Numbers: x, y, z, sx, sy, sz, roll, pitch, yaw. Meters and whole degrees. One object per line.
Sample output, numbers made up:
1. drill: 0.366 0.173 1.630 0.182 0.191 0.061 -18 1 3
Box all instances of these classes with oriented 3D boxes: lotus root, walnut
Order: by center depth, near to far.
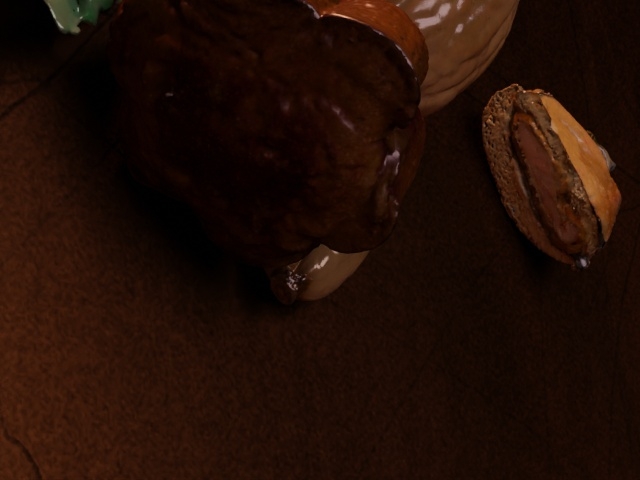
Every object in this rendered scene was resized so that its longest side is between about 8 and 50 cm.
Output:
1. lotus root: 0.000 0.000 1.495 0.073 0.062 0.150 36 44 5
2. walnut: 0.049 -0.208 1.537 0.225 0.225 0.261 46 51 -18

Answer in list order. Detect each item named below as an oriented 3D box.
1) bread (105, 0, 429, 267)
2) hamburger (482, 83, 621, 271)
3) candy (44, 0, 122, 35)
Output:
1. bread: -0.040 -0.095 1.384 0.247 0.232 0.135 19 30 16
2. hamburger: 0.213 -0.058 1.719 0.102 0.087 0.176 -17 76 -58
3. candy: -0.225 -0.359 1.402 0.263 0.172 0.398 -42 113 -52
